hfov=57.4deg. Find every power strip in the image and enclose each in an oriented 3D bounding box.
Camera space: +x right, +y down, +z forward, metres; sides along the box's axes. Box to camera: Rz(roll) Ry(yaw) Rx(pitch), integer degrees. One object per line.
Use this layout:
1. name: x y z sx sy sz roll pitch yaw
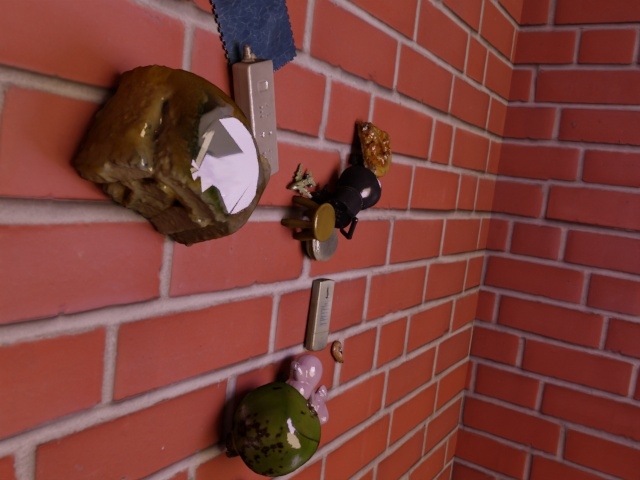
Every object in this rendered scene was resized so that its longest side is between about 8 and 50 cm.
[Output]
1. power strip: -0.157 -0.301 1.424 0.098 0.058 0.338 -33 128 -48

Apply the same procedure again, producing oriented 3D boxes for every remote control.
1. remote control: -0.001 0.237 1.873 0.098 0.038 0.233 1 97 -59

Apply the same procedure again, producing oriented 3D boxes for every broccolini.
1. broccolini: 0.158 -0.232 1.987 0.054 0.051 0.239 -34 154 11

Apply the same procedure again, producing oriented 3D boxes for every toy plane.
1. toy plane: -0.051 -0.165 1.668 0.111 0.040 0.102 -34 108 -51

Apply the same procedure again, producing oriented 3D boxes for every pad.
1. pad: -0.156 -0.526 1.415 0.269 0.012 0.269 -49 138 -40

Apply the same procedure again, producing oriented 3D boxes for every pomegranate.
1. pomegranate: -0.134 0.510 1.566 0.271 0.254 0.254 -21 128 -5

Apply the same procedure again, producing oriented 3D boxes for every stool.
1. stool: -0.030 -0.059 1.666 0.135 0.111 0.134 -25 119 -52

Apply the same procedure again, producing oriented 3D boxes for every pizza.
1. pizza: 0.182 -0.315 1.927 0.197 0.058 0.292 60 29 -20

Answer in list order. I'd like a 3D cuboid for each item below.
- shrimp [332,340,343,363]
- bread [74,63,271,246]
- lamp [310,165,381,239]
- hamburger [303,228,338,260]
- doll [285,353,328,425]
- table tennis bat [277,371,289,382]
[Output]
1. shrimp: 0.065 0.389 2.042 0.108 0.023 0.059 63 39 -46
2. bread: -0.241 -0.138 1.166 0.395 0.264 0.239 48 55 -51
3. lamp: 0.071 -0.119 1.764 0.227 0.172 0.147 -47 162 -50
4. hamburger: 0.000 0.000 1.779 0.140 0.062 0.133 10 88 -57
5. doll: -0.038 0.478 1.801 0.160 0.094 0.365 -53 144 -34
6. table tennis bat: -0.083 0.475 1.833 0.131 0.022 0.234 -61 146 -26
